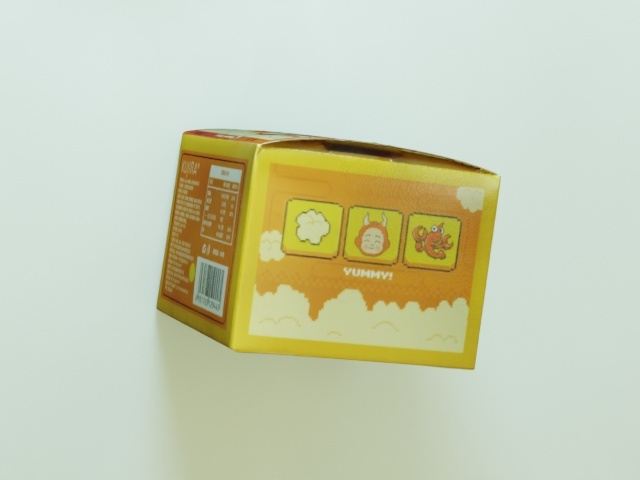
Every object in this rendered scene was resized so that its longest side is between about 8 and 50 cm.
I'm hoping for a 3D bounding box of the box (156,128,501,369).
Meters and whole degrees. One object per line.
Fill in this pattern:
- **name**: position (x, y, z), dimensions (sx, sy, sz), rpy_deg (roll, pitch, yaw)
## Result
- **box**: position (0.000, 0.000, 1.630), dimensions (0.260, 0.283, 0.213), rpy_deg (5, 95, -21)
